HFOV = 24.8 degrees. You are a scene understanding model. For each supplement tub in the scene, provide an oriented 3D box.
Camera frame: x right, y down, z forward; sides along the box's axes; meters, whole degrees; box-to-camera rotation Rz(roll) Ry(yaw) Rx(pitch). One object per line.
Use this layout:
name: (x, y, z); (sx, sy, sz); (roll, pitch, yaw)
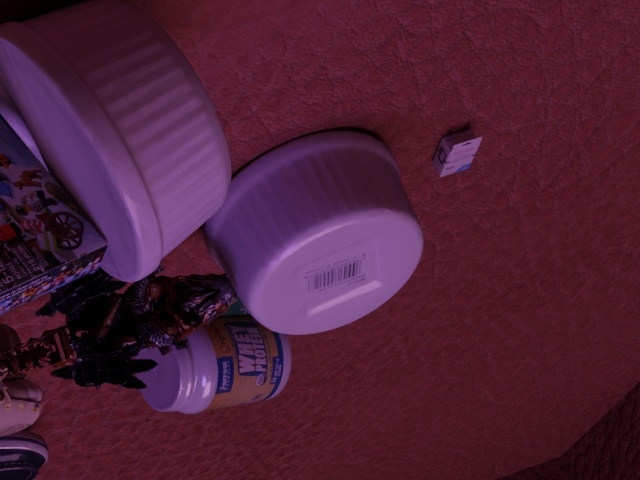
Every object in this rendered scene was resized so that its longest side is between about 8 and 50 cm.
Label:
supplement tub: (-0.159, 0.179, 2.152); (0.200, 0.144, 0.144); (-7, 150, -40)

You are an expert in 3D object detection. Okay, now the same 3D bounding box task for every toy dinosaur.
toy dinosaur: (-0.260, 0.118, 1.794); (0.322, 0.164, 0.218); (-39, 178, -5)

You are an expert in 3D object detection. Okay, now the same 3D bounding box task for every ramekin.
ramekin: (-0.196, -0.105, 1.376); (0.127, 0.273, 0.273); (-33, 161, -22)
ramekin: (0.000, 0.000, 1.894); (0.277, 0.135, 0.277); (-19, 145, -14)

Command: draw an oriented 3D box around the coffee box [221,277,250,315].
coffee box: (-0.066, 0.044, 2.095); (0.113, 0.040, 0.184); (-3, 147, -40)

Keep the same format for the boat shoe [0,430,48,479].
boat shoe: (-0.636, 0.431, 2.180); (0.500, 0.156, 0.187); (-23, 155, -11)

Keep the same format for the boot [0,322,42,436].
boot: (-0.442, 0.194, 1.952); (0.262, 0.095, 0.203); (-41, 155, 25)

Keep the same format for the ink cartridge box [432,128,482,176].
ink cartridge box: (0.190, -0.126, 2.017); (0.048, 0.028, 0.083); (-18, 156, -19)

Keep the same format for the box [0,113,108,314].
box: (-0.331, -0.039, 1.349); (0.159, 0.233, 0.044); (-28, 159, -40)
